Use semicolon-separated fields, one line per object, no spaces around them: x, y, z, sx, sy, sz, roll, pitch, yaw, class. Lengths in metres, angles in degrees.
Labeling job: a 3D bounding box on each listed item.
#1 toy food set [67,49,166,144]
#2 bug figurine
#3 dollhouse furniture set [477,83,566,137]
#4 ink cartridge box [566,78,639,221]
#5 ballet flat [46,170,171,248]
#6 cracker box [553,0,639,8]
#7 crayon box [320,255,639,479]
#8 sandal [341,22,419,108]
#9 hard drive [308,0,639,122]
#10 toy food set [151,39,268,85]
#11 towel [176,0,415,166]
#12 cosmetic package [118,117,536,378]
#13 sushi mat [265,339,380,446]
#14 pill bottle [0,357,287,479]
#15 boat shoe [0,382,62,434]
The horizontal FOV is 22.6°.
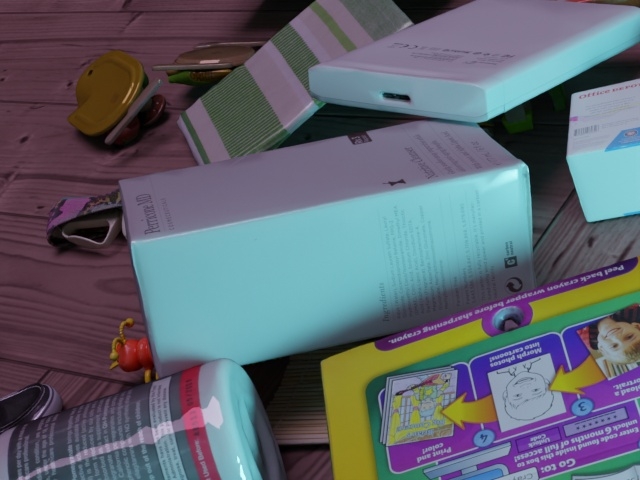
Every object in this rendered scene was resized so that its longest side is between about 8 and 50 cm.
-0.276;-0.187;2.253;0.128;0.071;0.218;-54;34;-1;toy food set
-0.122;0.056;1.793;0.216;0.072;0.279;-12;34;18;bug figurine
0.212;-0.167;1.908;0.152;0.058;0.076;-13;34;17;dollhouse furniture set
0.321;-0.103;1.717;0.092;0.090;0.143;-10;34;20;ink cartridge box
-0.252;-0.027;2.006;0.222;0.077;0.079;-10;53;29;ballet flat
0.387;-0.343;2.039;0.156;0.067;0.232;-8;37;23;cracker box
0.195;0.184;1.361;0.363;0.106;0.313;-19;39;9;crayon box
0.116;-0.237;2.042;0.303;0.086;0.120;-2;39;32;sandal
0.185;-0.213;1.828;0.233;0.047;0.353;11;26;36;hard drive
-0.148;-0.244;2.246;0.132;0.038;0.192;0;17;17;toy food set
-0.036;-0.205;2.058;0.325;0.038;0.248;-40;29;6;towel
0.000;0.000;1.611;0.385;0.156;0.217;-11;20;-9;cosmetic package
0.090;0.144;1.581;0.317;0.019;0.151;-6;38;26;sushi mat
-0.202;0.237;1.489;0.319;0.176;0.176;-19;33;8;pill bottle
-0.389;0.215;1.733;0.228;0.076;0.080;-33;33;-12;boat shoe
